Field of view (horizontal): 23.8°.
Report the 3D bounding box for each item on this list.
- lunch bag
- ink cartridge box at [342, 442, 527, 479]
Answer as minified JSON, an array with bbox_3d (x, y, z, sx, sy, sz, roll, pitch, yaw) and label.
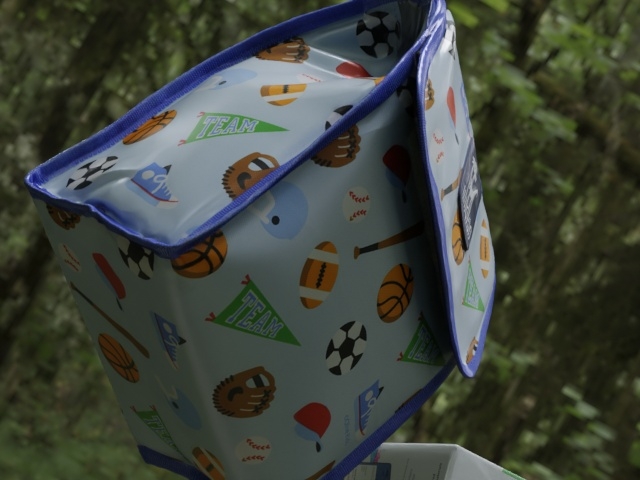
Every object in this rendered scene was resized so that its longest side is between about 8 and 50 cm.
[{"bbox_3d":[0.000,0.000,1.299,0.239,0.385,0.327,24,-40,41],"label":"lunch bag"},{"bbox_3d":[0.100,0.270,1.549,0.154,0.093,0.212,29,-22,-37],"label":"ink cartridge box"}]
